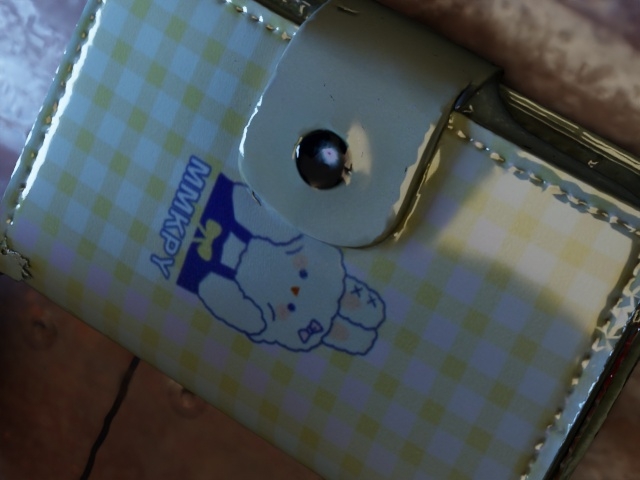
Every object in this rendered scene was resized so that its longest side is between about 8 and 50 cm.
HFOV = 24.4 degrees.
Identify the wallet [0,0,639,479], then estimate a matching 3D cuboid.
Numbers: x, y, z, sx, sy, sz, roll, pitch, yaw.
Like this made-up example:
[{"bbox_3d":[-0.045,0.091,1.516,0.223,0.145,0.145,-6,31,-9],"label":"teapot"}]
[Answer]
[{"bbox_3d":[0.000,0.000,0.694,0.310,0.077,0.223,31,114,16],"label":"wallet"}]
